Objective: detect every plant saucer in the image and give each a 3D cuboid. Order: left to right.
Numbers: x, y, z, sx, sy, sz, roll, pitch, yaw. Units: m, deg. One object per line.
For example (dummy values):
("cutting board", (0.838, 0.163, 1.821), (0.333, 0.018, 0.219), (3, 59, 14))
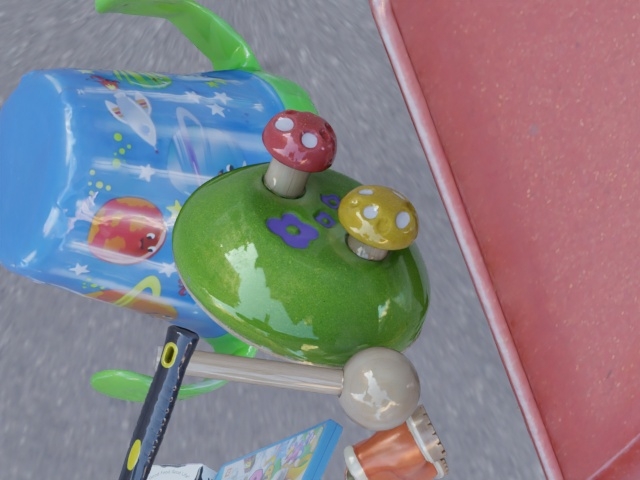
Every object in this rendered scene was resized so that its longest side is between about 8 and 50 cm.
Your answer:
("plant saucer", (0.134, -0.051, 0.611), (0.258, 0.047, 0.259), (-39, 130, -20))

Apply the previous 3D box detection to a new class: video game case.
("video game case", (-0.052, 0.201, 1.442), (0.015, 0.166, 0.119), (36, 57, -17))

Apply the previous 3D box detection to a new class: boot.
("boot", (0.059, 0.178, 1.602), (0.084, 0.158, 0.059), (-28, 74, 0))

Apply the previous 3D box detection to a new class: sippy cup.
("sippy cup", (-0.146, -0.041, 1.579), (0.224, 0.305, 0.240), (10, 125, -33))

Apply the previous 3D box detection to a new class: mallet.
("mallet", (-0.110, 0.134, 1.023), (0.062, 0.039, 0.190), (13, 89, 32))

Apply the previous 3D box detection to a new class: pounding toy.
("pounding toy", (0.000, 0.000, 1.268), (0.183, 0.237, 0.110), (18, 126, -7))

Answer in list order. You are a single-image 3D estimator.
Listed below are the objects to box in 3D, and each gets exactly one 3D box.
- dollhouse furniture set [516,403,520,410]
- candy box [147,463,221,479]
("dollhouse furniture set", (0.278, 0.110, 1.600), (0.123, 0.144, 0.151), (15, 102, -48))
("candy box", (-0.088, 0.298, 1.561), (0.165, 0.070, 0.196), (34, 59, -40))
